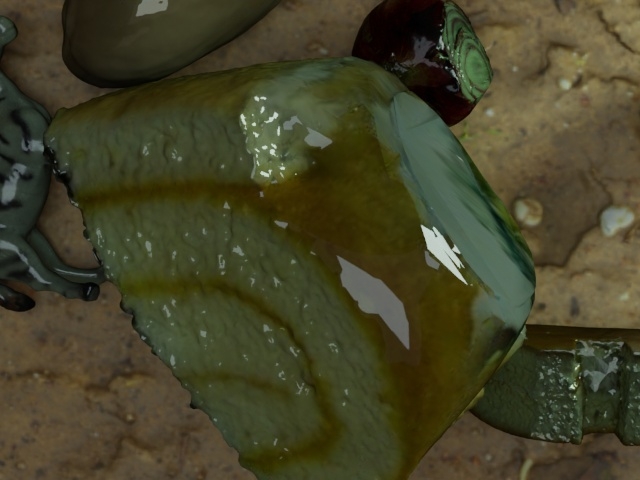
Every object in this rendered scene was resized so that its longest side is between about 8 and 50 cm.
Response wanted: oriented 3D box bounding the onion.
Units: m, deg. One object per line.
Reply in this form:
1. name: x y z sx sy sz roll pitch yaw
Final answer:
1. onion: 0.078 -0.147 1.543 0.118 0.118 0.117 -15 92 7

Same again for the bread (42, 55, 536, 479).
1. bread: -0.002 -0.009 1.464 0.264 0.239 0.395 -34 92 36

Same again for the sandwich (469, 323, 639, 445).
1. sandwich: 0.229 0.121 1.574 0.244 0.088 0.090 1 101 4

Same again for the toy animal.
1. toy animal: -0.236 -0.065 1.596 0.169 0.090 0.255 -2 95 10

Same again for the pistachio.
1. pistachio: -0.119 -0.208 1.550 0.226 0.136 0.136 -32 94 3
